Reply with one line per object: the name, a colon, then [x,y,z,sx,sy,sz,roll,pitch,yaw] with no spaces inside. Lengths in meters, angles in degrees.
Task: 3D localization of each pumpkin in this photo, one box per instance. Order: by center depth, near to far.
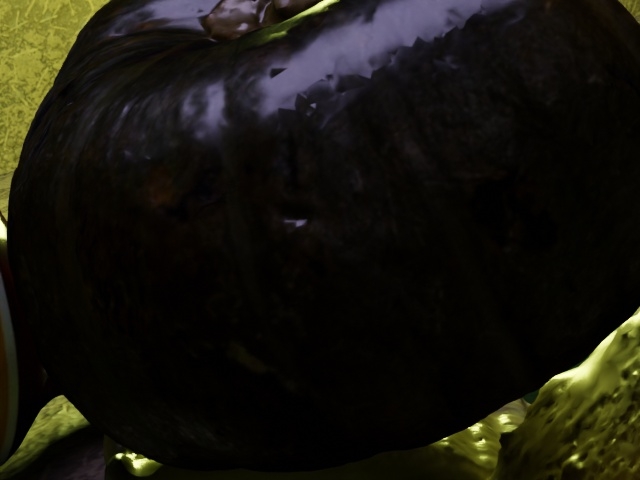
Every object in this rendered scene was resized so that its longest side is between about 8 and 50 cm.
pumpkin: [-0.013,0.005,0.642,0.232,0.242,0.325,-49,29,-20]

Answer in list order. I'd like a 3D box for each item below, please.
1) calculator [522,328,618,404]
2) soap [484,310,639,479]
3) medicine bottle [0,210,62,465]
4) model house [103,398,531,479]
calculator: [0.074,0.070,1.007,0.386,0.054,0.256,5,4,-29]
soap: [0.121,0.087,0.572,0.338,0.304,0.169,-16,10,-17]
medicine bottle: [-0.265,0.061,1.172,0.395,0.242,0.242,-14,13,-29]
model house: [0.021,0.132,0.750,0.234,0.175,0.193,-15,13,2]
